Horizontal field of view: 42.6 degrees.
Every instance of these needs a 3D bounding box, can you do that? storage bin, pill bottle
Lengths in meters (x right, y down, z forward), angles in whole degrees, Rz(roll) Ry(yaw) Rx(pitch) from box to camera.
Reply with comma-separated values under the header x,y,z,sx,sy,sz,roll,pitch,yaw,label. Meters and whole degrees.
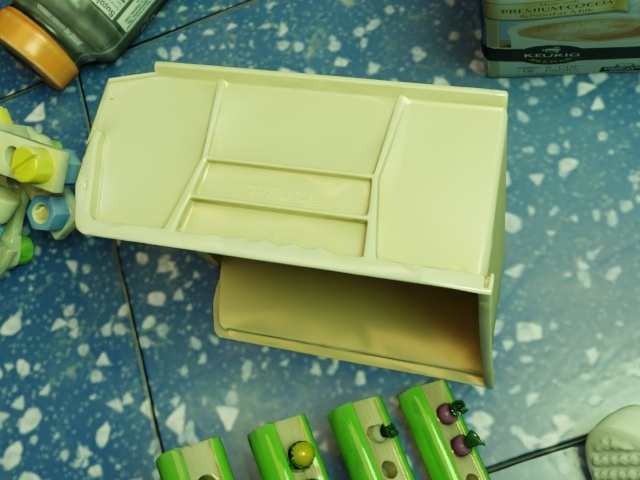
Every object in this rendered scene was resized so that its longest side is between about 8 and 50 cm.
x,y,z,sx,sy,sz,roll,pitch,yaw,label
0.000,0.000,0.585,0.261,0.262,0.123,8,72,15,storage bin
-0.209,-0.264,0.796,0.130,0.130,0.245,35,81,21,pill bottle

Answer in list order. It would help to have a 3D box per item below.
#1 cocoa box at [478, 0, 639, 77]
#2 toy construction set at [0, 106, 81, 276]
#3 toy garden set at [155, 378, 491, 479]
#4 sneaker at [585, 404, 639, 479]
x,y,z,sx,sy,sz,roll,pitch,yaw,label
0.292,-0.264,0.605,0.347,0.228,0.231,1,87,13,cocoa box
-0.352,-0.090,0.755,0.215,0.151,0.327,-51,58,19,toy construction set
0.041,0.203,0.538,0.244,0.049,0.203,-7,64,-35,toy garden set
0.355,0.211,0.526,0.366,0.135,0.150,36,51,26,sneaker
